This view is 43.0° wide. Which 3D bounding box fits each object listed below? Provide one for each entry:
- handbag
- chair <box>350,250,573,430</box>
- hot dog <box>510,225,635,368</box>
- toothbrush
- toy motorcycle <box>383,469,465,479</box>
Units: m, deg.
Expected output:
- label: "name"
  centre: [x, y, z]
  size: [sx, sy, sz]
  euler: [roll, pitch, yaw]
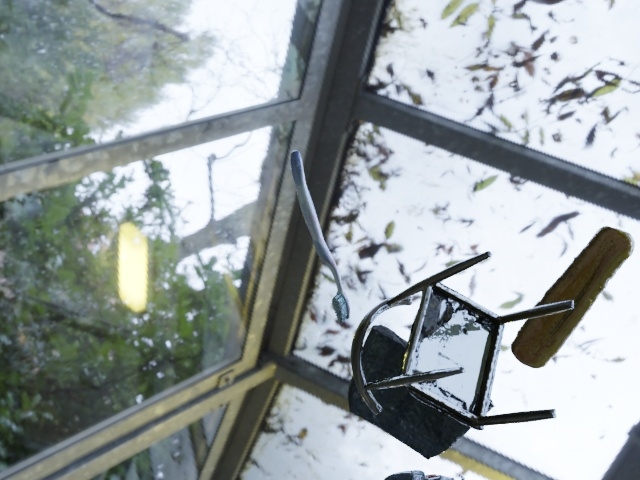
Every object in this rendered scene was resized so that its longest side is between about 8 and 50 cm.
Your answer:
- label: "handbag"
  centre: [0.174, 0.287, 1.528]
  size: [0.270, 0.088, 0.175]
  euler: [33, -72, 0]
- label: "chair"
  centre: [0.179, 0.145, 1.090]
  size: [0.166, 0.188, 0.272]
  euler: [29, -27, -22]
- label: "hot dog"
  centre: [0.428, 0.097, 1.379]
  size: [0.088, 0.061, 0.285]
  euler: [44, -69, 19]
- label: "toothbrush"
  centre: [0.000, 0.000, 1.123]
  size: [0.021, 0.027, 0.269]
  euler: [0, -60, 33]
- label: "toy motorcycle"
  centre: [0.114, 0.456, 1.073]
  size: [0.148, 0.221, 0.325]
  euler: [-24, -135, 37]
